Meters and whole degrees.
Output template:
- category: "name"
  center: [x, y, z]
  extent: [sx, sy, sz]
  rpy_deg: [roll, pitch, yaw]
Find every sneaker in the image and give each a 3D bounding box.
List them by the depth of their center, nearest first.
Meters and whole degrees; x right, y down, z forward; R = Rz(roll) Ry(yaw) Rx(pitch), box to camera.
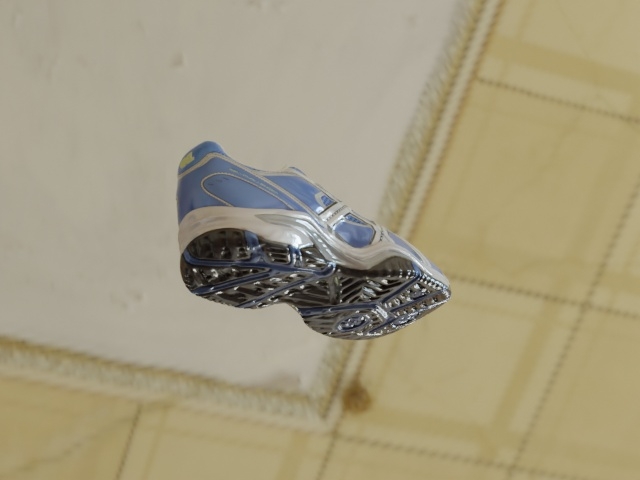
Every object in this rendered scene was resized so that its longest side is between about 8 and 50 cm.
- category: "sneaker"
  center: [0.000, 0.000, 1.103]
  extent: [0.080, 0.081, 0.211]
  rpy_deg: [-33, -34, 27]
